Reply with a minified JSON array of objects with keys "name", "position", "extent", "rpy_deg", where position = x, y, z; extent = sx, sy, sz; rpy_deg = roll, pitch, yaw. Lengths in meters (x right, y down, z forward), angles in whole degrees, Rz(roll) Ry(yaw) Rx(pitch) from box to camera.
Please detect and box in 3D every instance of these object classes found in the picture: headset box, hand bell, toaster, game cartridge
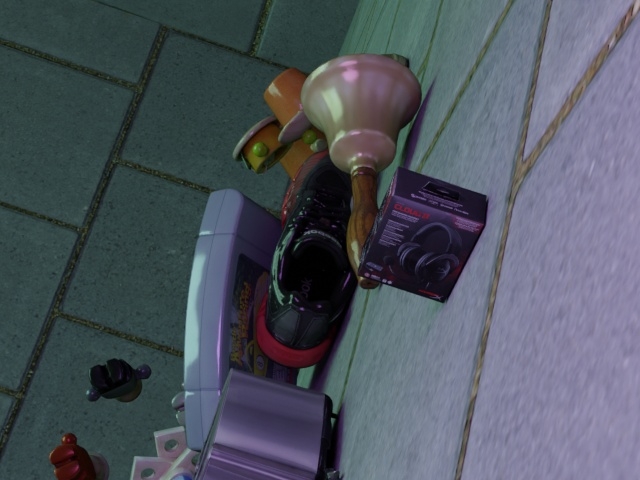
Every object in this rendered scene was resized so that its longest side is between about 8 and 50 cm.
[{"name":"headset box","position":[0.066,-0.006,0.844],"extent":[0.032,0.062,0.083],"rpy_deg":[-77,7,-47]},{"name":"hand bell","position":[0.044,-0.053,1.284],"extent":[0.126,0.126,0.242],"rpy_deg":[113,161,-50]},{"name":"toaster","position":[-0.056,0.218,1.162],"extent":[0.168,0.110,0.186],"rpy_deg":[-83,12,-66]},{"name":"game cartridge","position":[-0.085,0.101,1.482],"extent":[0.196,0.060,0.294],"rpy_deg":[31,-122,-57]}]

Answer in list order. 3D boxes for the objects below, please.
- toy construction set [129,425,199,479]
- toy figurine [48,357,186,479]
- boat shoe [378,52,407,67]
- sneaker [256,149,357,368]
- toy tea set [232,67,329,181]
[{"name":"toy construction set","position":[-0.164,0.352,1.375],"extent":[0.328,0.151,0.215],"rpy_deg":[-95,-18,-64]},{"name":"toy figurine","position":[-0.254,0.285,1.852],"extent":[0.148,0.213,0.210],"rpy_deg":[66,-137,-72]},{"name":"boat shoe","position":[0.046,-0.183,1.629],"extent":[0.302,0.098,0.109],"rpy_deg":[-85,14,-72]},{"name":"sneaker","position":[0.000,0.000,1.458],"extent":[0.135,0.097,0.276],"rpy_deg":[114,171,-57]},{"name":"toy tea set","position":[-0.002,-0.140,1.820],"extent":[0.200,0.124,0.336],"rpy_deg":[-46,-10,18]}]
